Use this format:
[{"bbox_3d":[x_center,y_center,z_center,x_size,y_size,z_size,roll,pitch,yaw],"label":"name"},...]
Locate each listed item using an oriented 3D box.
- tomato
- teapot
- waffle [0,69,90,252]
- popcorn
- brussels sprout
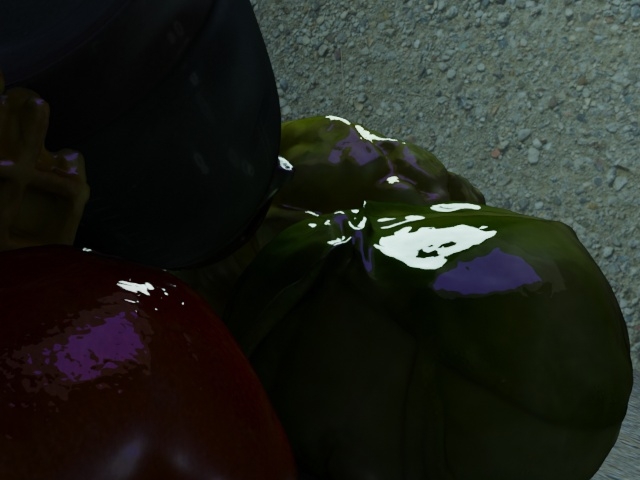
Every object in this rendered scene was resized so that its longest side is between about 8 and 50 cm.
[{"bbox_3d":[-0.116,0.073,0.489,0.233,0.139,0.200,16,-1,-38],"label":"tomato"},{"bbox_3d":[-0.179,-0.093,0.782,0.315,0.233,0.312,-3,-32,19],"label":"teapot"},{"bbox_3d":[-0.204,-0.003,0.558,0.160,0.211,0.055,17,5,-38],"label":"waffle"},{"bbox_3d":[0.006,-0.007,1.083,0.334,0.292,0.293,-7,26,33],"label":"popcorn"},{"bbox_3d":[0.074,0.086,0.761,0.294,0.227,0.259,-16,35,-39],"label":"brussels sprout"}]
